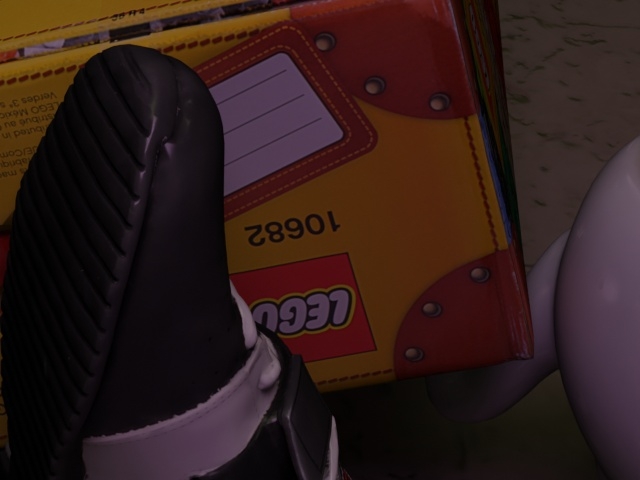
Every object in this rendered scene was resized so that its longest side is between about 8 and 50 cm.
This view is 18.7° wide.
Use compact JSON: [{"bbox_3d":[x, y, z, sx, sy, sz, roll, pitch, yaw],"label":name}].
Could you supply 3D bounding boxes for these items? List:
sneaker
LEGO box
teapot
[{"bbox_3d":[-0.047,0.073,0.748,0.146,0.330,0.122,-3,35,-19],"label":"sneaker"},{"bbox_3d":[-0.169,-0.087,0.925,0.500,0.193,0.372,-10,36,10],"label":"LEGO box"},{"bbox_3d":[0.212,0.075,0.840,0.252,0.187,0.256,4,25,-21],"label":"teapot"}]
